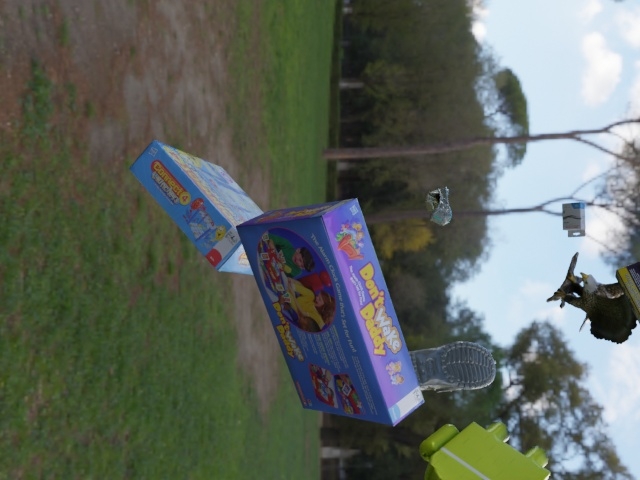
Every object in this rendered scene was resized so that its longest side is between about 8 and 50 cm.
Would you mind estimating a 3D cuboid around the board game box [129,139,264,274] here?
[{"bbox_3d":[-0.222,-0.060,1.668,0.308,0.086,0.302,47,10,18],"label":"board game box"}]

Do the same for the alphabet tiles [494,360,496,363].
[{"bbox_3d":[0.369,0.375,2.231,0.198,0.237,0.009,24,49,-53],"label":"alphabet tiles"}]

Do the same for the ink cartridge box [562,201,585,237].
[{"bbox_3d":[0.618,-0.050,1.862,0.028,0.048,0.083,2,86,-47],"label":"ink cartridge box"}]

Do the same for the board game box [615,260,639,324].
[{"bbox_3d":[0.689,0.113,1.514,0.048,0.141,0.170,47,23,-63],"label":"board game box"}]

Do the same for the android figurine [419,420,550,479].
[{"bbox_3d":[0.292,0.416,1.348,0.272,0.248,0.056,-22,134,-49],"label":"android figurine"}]

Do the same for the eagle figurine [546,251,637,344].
[{"bbox_3d":[0.756,0.148,2.008,0.298,0.225,0.227,8,-87,48],"label":"eagle figurine"}]

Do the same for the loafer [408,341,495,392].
[{"bbox_3d":[0.222,0.249,1.493,0.087,0.251,0.095,144,-53,-67],"label":"loafer"}]

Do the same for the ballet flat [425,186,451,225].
[{"bbox_3d":[0.338,-0.112,2.221,0.213,0.068,0.072,-82,-167,-64],"label":"ballet flat"}]

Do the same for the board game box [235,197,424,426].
[{"bbox_3d":[0.012,0.116,1.241,0.233,0.078,0.347,-4,-71,51],"label":"board game box"}]
